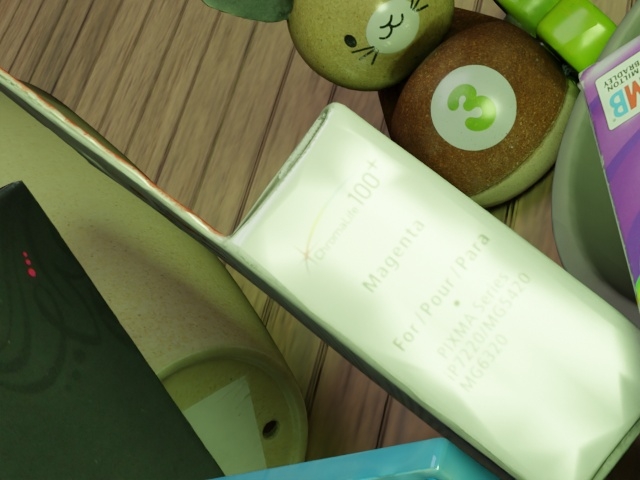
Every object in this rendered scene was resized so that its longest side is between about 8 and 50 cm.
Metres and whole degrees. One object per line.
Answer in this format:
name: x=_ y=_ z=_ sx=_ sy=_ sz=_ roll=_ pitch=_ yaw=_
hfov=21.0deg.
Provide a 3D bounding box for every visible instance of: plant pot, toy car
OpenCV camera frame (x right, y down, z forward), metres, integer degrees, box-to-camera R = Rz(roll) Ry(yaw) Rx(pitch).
plant pot: x=-0.138 y=0.065 z=0.902 sx=0.274 sy=0.256 sz=0.256 roll=25 pitch=76 yaw=48
toy car: x=0.036 y=-0.109 z=0.884 sx=0.155 sy=0.188 sz=0.149 roll=-46 pitch=26 yaw=7

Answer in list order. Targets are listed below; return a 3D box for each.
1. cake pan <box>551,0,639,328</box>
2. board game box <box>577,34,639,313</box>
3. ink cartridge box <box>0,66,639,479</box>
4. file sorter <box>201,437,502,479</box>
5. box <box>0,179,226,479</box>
cake pan: x=0.222 y=-0.067 z=0.690 sx=0.293 sy=0.054 sz=0.293 roll=-37 pitch=28 yaw=24
board game box: x=0.184 y=0.052 z=0.431 sx=0.142 sy=0.144 sz=0.275 roll=-34 pitch=43 yaw=28
ink cartridge box: x=0.000 y=0.000 z=0.619 sx=0.060 sy=0.239 sz=0.275 roll=-51 pitch=-7 yaw=-3
file sorter: x=0.041 y=0.154 z=0.547 sx=0.118 sy=0.170 sz=0.104 roll=-18 pitch=42 yaw=47
box: x=-0.126 y=0.142 z=0.668 sx=0.143 sy=0.270 sz=0.165 roll=-30 pitch=8 yaw=36
